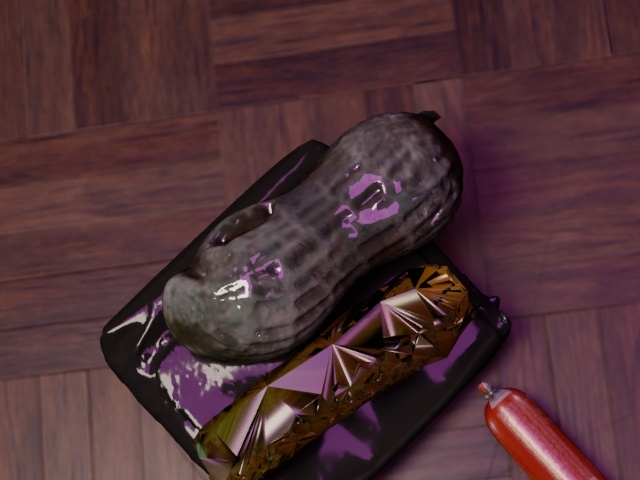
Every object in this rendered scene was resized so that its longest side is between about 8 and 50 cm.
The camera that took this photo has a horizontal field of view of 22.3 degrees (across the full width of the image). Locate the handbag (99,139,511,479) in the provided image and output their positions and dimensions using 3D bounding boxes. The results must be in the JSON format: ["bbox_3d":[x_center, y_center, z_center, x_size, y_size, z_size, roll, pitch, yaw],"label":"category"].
[{"bbox_3d":[-0.012,0.074,1.227,0.247,0.080,0.223,-43,81,-6],"label":"handbag"}]

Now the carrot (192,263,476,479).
[{"bbox_3d":[0.007,0.100,1.149,0.228,0.069,0.069,-36,73,-5],"label":"carrot"}]

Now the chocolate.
[{"bbox_3d":[0.000,0.000,1.151,0.248,0.110,0.110,-35,73,-6],"label":"chocolate"}]

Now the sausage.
[{"bbox_3d":[0.166,0.159,1.193,0.048,0.050,0.145,-33,70,-29],"label":"sausage"}]
